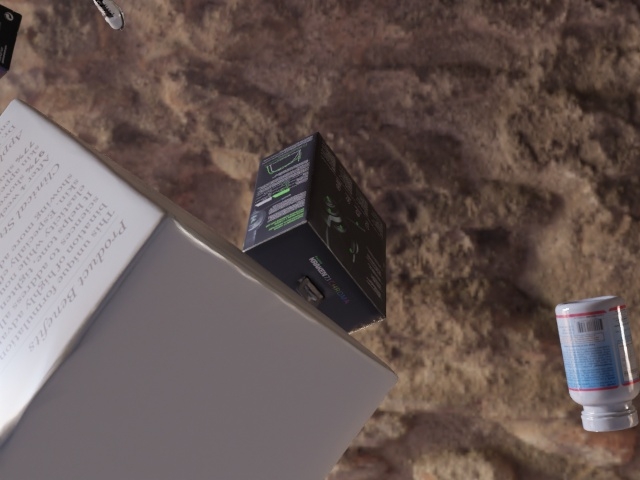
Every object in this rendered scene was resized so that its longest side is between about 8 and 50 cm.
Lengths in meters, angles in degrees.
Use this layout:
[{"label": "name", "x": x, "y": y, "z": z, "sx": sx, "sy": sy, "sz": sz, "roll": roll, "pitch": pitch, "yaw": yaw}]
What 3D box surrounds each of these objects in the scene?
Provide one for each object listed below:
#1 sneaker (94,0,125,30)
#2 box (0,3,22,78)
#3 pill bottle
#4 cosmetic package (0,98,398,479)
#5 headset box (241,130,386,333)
[{"label": "sneaker", "x": -0.414, "y": -0.451, "z": 1.692, "sx": 0.040, "sy": 0.043, "sz": 0.109, "roll": -18, "pitch": -59, "yaw": 16}, {"label": "box", "x": -0.547, "y": -0.245, "z": 1.160, "sx": 0.184, "sy": 0.103, "sz": 0.261, "roll": 27, "pitch": -36, "yaw": -37}, {"label": "pill bottle", "x": 0.350, "y": 0.153, "z": 1.104, "sx": 0.087, "sy": 0.160, "sz": 0.087, "roll": -9, "pitch": -3, "yaw": 0}, {"label": "cosmetic package", "x": -0.215, "y": 0.115, "z": 0.882, "sx": 0.327, "sy": 0.329, "sz": 0.394, "roll": 38, "pitch": -3, "yaw": -41}, {"label": "headset box", "x": 0.000, "y": 0.000, "z": 1.512, "sx": 0.131, "sy": 0.283, "sz": 0.246, "roll": -25, "pitch": -56, "yaw": 22}]
